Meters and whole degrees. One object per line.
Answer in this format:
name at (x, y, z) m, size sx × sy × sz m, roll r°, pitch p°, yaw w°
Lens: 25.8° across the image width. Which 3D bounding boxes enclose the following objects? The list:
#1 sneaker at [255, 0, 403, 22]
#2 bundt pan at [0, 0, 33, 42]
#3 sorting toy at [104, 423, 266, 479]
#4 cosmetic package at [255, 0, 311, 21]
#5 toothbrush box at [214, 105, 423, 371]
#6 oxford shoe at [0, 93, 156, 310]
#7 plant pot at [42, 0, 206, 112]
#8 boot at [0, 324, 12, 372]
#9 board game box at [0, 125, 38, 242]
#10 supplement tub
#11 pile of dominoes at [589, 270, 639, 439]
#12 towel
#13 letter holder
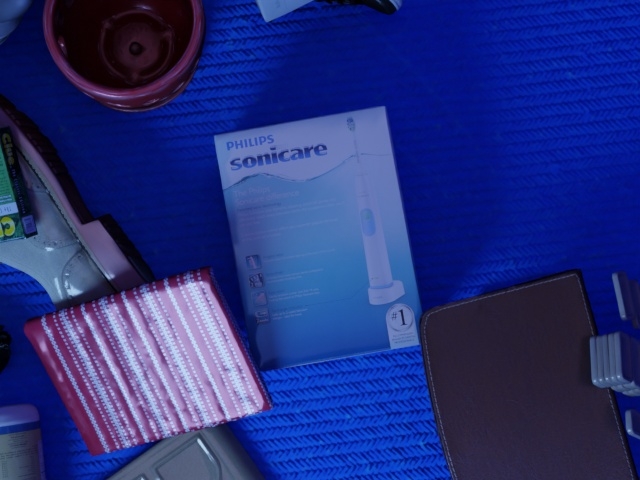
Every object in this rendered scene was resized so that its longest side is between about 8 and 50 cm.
sneaker at (-0.012, -0.314, 1.777) m, size 0.217 × 0.079 × 0.121 m, roll 32°, pitch 90°, yaw 10°
bundt pan at (-0.367, -0.354, 1.662) m, size 0.124 × 0.331 × 0.331 m, roll 36°, pitch 86°, yaw -15°
sorting toy at (-0.140, 0.396, 1.745) m, size 0.229 × 0.041 × 0.307 m, roll -35°, pitch 87°, yaw -7°
cosmetic package at (-0.085, -0.476, 1.680) m, size 0.155 × 0.197 × 0.365 m, roll -24°, pitch 69°, yaw -2°
toothbrush box at (0.000, 0.000, 1.725) m, size 0.216 × 0.126 × 0.295 m, roll -11°, pitch 87°, yaw -1°
oxford shoe at (-0.373, -0.048, 1.722) m, size 0.146 × 0.140 × 0.397 m, roll -39°, pitch 86°, yaw 3°
plant pot at (-0.232, -0.253, 1.716) m, size 0.191 × 0.174 × 0.191 m, roll 0°, pitch 86°, yaw 0°
boot at (-0.446, 0.149, 1.746) m, size 0.099 × 0.045 × 0.121 m, roll 14°, pitch 123°, yaw -23°
board game box at (-0.466, -0.049, 1.700) m, size 0.259 × 0.030 × 0.136 m, roll -9°, pitch 96°, yaw 29°
supplement tub at (-0.404, 0.303, 1.691) m, size 0.144 × 0.144 × 0.200 m, roll -6°, pitch 86°, yaw -1°
pile of dominoes at (0.399, 0.160, 1.685) m, size 0.040 × 0.251 × 0.196 m, roll -14°, pitch 64°, yaw 34°
towel at (-0.208, 0.148, 1.677) m, size 0.275 × 0.031 × 0.199 m, roll -17°, pitch 108°, yaw 24°
letter holder at (0.238, 0.209, 1.696) m, size 0.214 × 0.152 × 0.302 m, roll -15°, pitch 86°, yaw -4°
